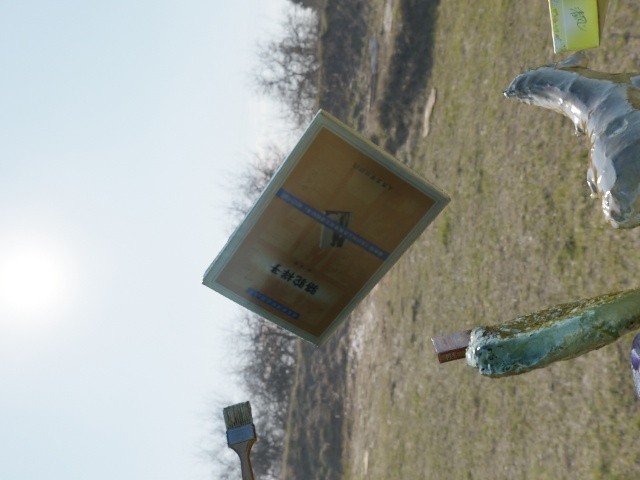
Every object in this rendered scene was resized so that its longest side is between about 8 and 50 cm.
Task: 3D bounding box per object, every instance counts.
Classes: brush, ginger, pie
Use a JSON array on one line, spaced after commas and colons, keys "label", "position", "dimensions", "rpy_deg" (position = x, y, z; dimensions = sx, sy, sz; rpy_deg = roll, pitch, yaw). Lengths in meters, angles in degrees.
[{"label": "brush", "position": [-0.103, 0.300, 0.760], "dimensions": [0.014, 0.043, 0.170], "rpy_deg": [84, 170, -47]}, {"label": "ginger", "position": [0.286, -0.105, 0.515], "dimensions": [0.334, 0.081, 0.148], "rpy_deg": [-108, 32, -55]}, {"label": "pie", "position": [0.337, 0.130, 0.775], "dimensions": [0.277, 0.276, 0.079], "rpy_deg": [80, 174, -81]}]

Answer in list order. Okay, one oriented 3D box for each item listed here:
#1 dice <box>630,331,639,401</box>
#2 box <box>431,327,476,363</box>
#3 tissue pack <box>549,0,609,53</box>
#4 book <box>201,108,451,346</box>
[{"label": "dice", "position": [0.399, 0.141, 0.598], "dimensions": [0.094, 0.093, 0.091], "rpy_deg": [70, -159, -60]}, {"label": "box", "position": [0.233, 0.177, 0.933], "dimensions": [0.051, 0.082, 0.023], "rpy_deg": [-92, -13, -70]}, {"label": "tissue pack", "position": [0.374, -0.355, 0.789], "dimensions": [0.176, 0.062, 0.095], "rpy_deg": [-60, -41, -37]}, {"label": "book", "position": [0.000, 0.000, 0.604], "dimensions": [0.242, 0.170, 0.018], "rpy_deg": [-52, 17, 24]}]
